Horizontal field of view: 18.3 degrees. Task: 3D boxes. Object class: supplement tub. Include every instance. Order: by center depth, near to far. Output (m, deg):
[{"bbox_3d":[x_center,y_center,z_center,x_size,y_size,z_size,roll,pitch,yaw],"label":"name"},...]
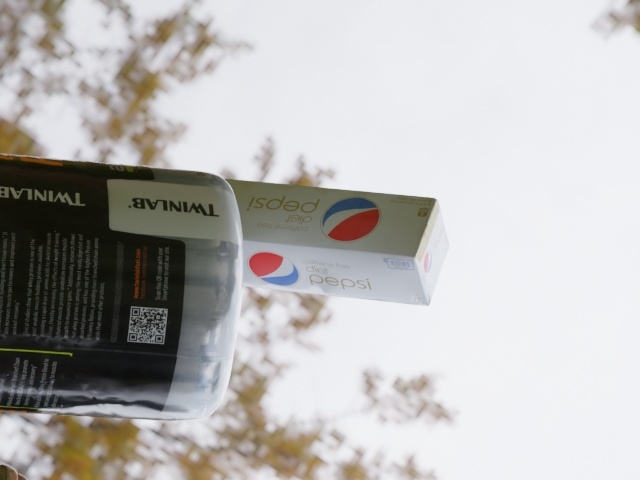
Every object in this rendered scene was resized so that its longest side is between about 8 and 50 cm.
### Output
[{"bbox_3d":[-0.242,0.034,1.581,0.207,0.338,0.207,-175,-90,-76],"label":"supplement tub"}]

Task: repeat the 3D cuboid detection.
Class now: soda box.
[{"bbox_3d":[0.000,0.000,1.764,0.216,0.069,0.074,6,-129,21],"label":"soda box"}]

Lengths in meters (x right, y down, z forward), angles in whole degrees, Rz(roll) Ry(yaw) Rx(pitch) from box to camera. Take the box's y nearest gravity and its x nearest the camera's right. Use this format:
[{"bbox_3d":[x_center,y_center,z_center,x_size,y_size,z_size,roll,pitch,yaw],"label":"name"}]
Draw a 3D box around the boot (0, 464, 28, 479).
[{"bbox_3d":[-0.203,0.341,1.720,0.109,0.220,0.283,-32,-125,58],"label":"boot"}]
